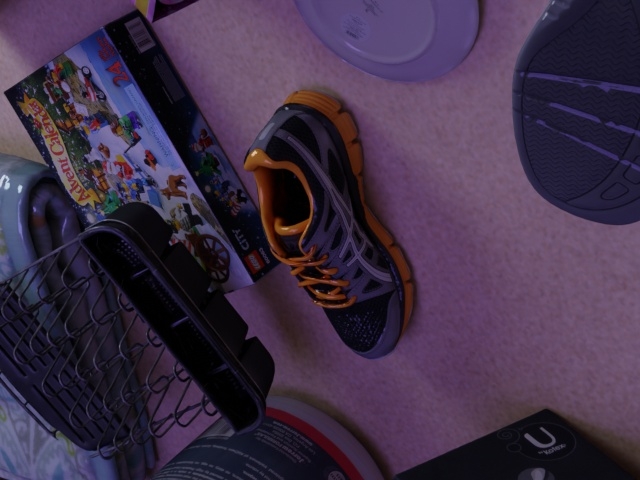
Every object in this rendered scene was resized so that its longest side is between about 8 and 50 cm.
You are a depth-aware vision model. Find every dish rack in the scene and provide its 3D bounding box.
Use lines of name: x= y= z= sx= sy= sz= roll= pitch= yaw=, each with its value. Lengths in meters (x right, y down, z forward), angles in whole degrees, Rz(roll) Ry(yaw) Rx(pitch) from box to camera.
dish rack: x=-0.183 y=0.093 z=1.155 sx=0.271 sy=0.074 sz=0.208 roll=-26 pitch=108 yaw=35

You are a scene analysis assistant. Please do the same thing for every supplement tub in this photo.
supplement tub: x=-0.082 y=0.270 z=1.134 sx=0.191 sy=0.272 sz=0.191 roll=22 pitch=130 yaw=28

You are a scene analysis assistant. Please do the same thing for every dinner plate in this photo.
dinner plate: x=0.037 y=-0.159 z=0.912 sx=0.141 sy=0.017 sz=0.141 roll=22 pitch=141 yaw=19

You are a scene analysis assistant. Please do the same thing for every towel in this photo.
towel: x=-0.329 y=0.077 z=1.349 sx=0.320 sy=0.090 sz=0.374 roll=10 pitch=123 yaw=35

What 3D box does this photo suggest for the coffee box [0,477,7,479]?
coffee box: x=-0.249 y=0.329 z=1.393 sx=0.297 sy=0.168 sz=0.119 roll=16 pitch=127 yaw=33

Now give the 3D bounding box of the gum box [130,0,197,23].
gum box: x=-0.113 y=-0.252 z=0.927 sx=0.107 sy=0.062 sz=0.188 roll=48 pitch=150 yaw=17

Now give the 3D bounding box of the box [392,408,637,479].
box: x=0.181 y=0.264 z=0.937 sx=0.270 sy=0.143 sz=0.165 roll=39 pitch=142 yaw=50

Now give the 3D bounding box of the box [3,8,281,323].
box: x=-0.148 y=-0.054 z=1.139 sx=0.159 sy=0.044 sz=0.233 roll=-21 pitch=103 yaw=46

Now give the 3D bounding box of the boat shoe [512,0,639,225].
boat shoe: x=0.186 y=-0.146 z=0.768 sx=0.118 sy=0.103 sz=0.320 roll=21 pitch=134 yaw=22

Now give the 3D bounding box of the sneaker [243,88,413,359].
sneaker: x=0.000 y=0.000 z=1.024 sx=0.084 sy=0.083 sz=0.215 roll=-6 pitch=115 yaw=40
